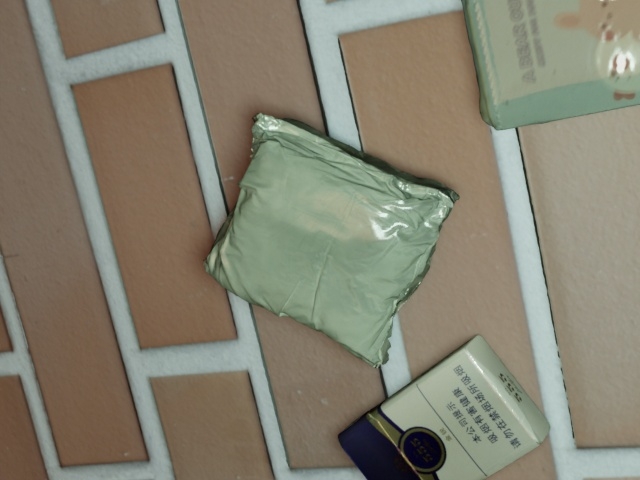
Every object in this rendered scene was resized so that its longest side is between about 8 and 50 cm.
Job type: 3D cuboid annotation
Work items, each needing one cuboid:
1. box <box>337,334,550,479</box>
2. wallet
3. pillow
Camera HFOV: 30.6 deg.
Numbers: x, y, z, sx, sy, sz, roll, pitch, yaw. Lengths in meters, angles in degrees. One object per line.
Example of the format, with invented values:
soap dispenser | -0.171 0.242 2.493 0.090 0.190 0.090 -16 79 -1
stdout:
box | 0.166 0.267 1.620 0.259 0.071 0.168 -41 85 28
wallet | 0.343 -0.280 1.370 0.360 0.083 0.252 -9 99 21
pillow | 0.000 0.000 1.586 0.310 0.138 0.283 25 114 14
